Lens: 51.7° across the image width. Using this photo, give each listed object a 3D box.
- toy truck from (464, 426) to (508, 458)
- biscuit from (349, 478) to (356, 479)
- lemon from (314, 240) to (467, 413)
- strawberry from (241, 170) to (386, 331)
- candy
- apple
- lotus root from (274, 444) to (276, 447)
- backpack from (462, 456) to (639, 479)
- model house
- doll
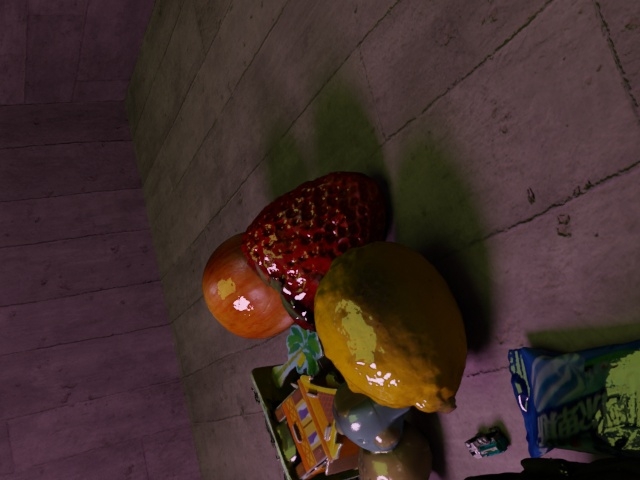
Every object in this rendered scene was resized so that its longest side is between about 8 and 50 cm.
[{"bbox_3d":[0.302,0.371,1.200,0.044,0.039,0.083,59,146,12],"label":"toy truck"},{"bbox_3d":[0.039,0.617,1.789,0.255,0.029,0.172,65,148,31],"label":"biscuit"},{"bbox_3d":[0.133,0.159,1.231,0.316,0.285,0.285,54,153,-7],"label":"lemon"},{"bbox_3d":[-0.006,0.009,1.462,0.291,0.310,0.292,40,161,17],"label":"strawberry"},{"bbox_3d":[0.394,0.233,0.940,0.331,0.077,0.187,-22,72,60],"label":"candy"},{"bbox_3d":[-0.164,0.111,1.675,0.233,0.286,0.286,-36,56,13],"label":"apple"},{"bbox_3d":[-0.062,0.461,1.789,0.303,0.130,0.146,-89,18,-54],"label":"lotus root"},{"bbox_3d":[0.326,0.402,0.812,0.445,0.363,0.255,-27,41,60],"label":"backpack"},{"bbox_3d":[0.032,0.365,1.593,0.313,0.242,0.358,-49,51,36],"label":"model house"},{"bbox_3d":[0.134,0.412,1.362,0.261,0.161,0.177,64,168,-16],"label":"doll"}]
